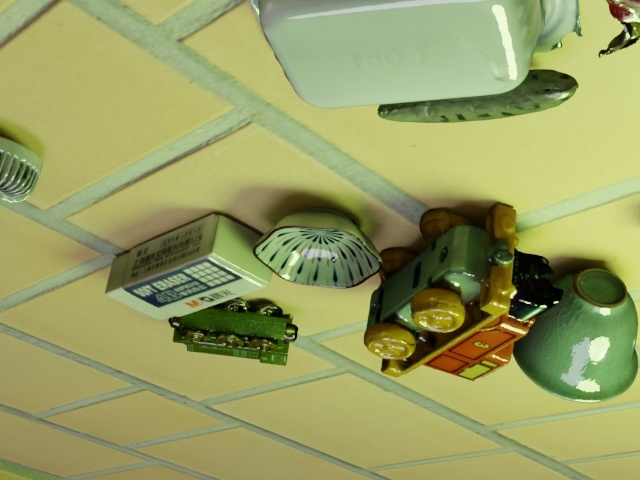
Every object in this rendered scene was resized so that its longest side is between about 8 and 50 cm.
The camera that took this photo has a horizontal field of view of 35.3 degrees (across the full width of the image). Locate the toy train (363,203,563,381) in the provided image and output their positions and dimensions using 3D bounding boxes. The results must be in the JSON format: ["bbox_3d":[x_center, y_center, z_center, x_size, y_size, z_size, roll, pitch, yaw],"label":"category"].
[{"bbox_3d":[0.200,0.097,1.484,0.231,0.163,0.369,19,150,-17],"label":"toy train"}]

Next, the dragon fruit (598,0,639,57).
[{"bbox_3d":[0.262,-0.287,0.777,0.210,0.147,0.282,-2,147,-13],"label":"dragon fruit"}]

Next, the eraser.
[{"bbox_3d":[-0.208,0.049,1.584,0.278,0.081,0.124,-20,141,41],"label":"eraser"}]

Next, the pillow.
[{"bbox_3d":[0.178,-0.157,1.109,0.241,0.051,0.093,-3,-176,37],"label":"pillow"}]

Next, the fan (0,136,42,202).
[{"bbox_3d":[-0.503,-0.112,1.372,0.244,0.074,0.130,11,164,5],"label":"fan"}]

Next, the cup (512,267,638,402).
[{"bbox_3d":[0.396,0.118,1.498,0.199,0.199,0.150,8,134,0],"label":"cup"}]

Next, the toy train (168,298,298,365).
[{"bbox_3d":[-0.153,0.160,1.776,0.225,0.090,0.137,8,156,-1],"label":"toy train"}]

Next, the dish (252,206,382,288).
[{"bbox_3d":[0.000,0.000,1.459,0.190,0.066,0.191,7,151,4],"label":"dish"}]

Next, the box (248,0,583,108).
[{"bbox_3d":[0.078,-0.219,0.983,0.336,0.106,0.264,-4,150,18],"label":"box"}]
